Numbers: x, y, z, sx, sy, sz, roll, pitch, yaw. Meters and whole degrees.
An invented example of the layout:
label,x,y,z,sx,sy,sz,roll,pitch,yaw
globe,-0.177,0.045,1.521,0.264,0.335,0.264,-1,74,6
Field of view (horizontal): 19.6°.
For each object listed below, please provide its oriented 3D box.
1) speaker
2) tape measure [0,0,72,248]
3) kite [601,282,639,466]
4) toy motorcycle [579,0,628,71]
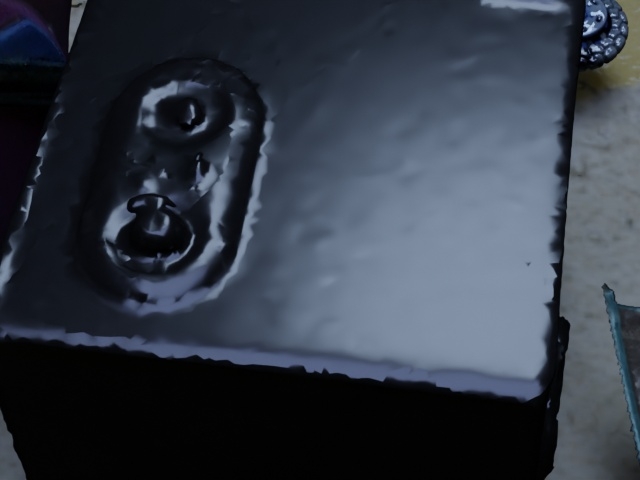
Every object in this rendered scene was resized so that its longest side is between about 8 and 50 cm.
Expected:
label,x,y,z,sx,sy,sz,roll,pitch,yaw
speaker,0.000,0.000,0.838,0.232,0.184,0.254,7,52,7
tape measure,-0.211,-0.048,0.851,0.149,0.231,0.245,29,40,25
kite,0.261,0.155,0.769,0.406,0.014,0.368,39,49,17
toy motorcycle,0.060,-0.117,1.009,0.205,0.076,0.114,19,60,16
